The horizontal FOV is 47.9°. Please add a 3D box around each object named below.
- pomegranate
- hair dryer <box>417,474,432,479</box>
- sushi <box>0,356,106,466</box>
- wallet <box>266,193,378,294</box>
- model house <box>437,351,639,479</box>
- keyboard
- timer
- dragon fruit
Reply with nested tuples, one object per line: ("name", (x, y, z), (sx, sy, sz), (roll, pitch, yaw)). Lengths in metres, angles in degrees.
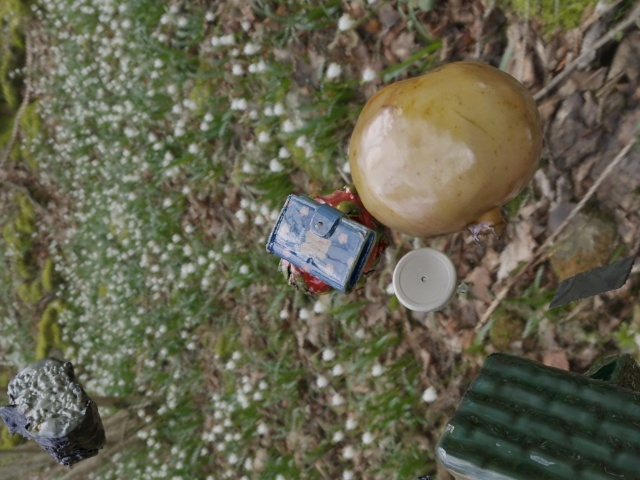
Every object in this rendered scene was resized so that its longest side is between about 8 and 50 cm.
("pomegranate", (0.225, -0.141, 1.261), (0.338, 0.338, 0.338), (51, 171, 12))
("hair dryer", (0.262, 0.711, 1.797), (0.197, 0.089, 0.251), (-166, 72, -69))
("sushi", (-0.474, 0.312, 1.279), (0.213, 0.147, 0.114), (31, 144, 41))
("wallet", (-0.001, 0.000, 1.390), (0.202, 0.141, 0.059), (27, -176, 31))
("model house", (0.353, 0.281, 0.679), (0.446, 0.399, 0.395), (11, -171, 28))
("keyboard", (0.499, 0.083, 1.330), (0.015, 0.074, 0.196), (34, 155, -9))
("timer", (0.322, 0.132, 2.018), (0.175, 0.175, 0.266), (49, -173, 25))
("dragon fruit", (0.031, 0.006, 1.759), (0.231, 0.302, 0.237), (40, -175, 32))
